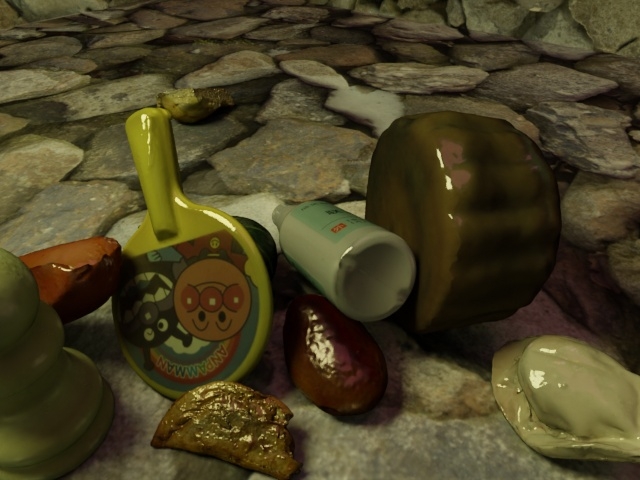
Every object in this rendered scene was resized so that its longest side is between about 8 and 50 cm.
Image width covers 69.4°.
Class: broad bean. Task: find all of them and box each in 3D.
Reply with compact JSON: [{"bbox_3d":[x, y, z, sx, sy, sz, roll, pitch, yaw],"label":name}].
[{"bbox_3d":[0.014,0.139,0.570,0.114,0.084,0.165,-24,48,-3],"label":"broad bean"}]

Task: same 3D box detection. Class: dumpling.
[{"bbox_3d":[0.274,0.175,0.510,0.136,0.118,0.199,-45,28,-26],"label":"dumpling"}]

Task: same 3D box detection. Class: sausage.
[{"bbox_3d":[-0.387,0.075,0.567,0.331,0.102,0.102,-17,37,12],"label":"sausage"}]

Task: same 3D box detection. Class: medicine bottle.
[{"bbox_3d":[0.000,0.000,0.672,0.110,0.110,0.352,-14,19,-18],"label":"medicine bottle"}]

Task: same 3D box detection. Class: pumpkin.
[{"bbox_3d":[-0.143,0.036,0.657,0.167,0.125,0.167,2,33,-1],"label":"pumpkin"}]

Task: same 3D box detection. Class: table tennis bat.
[{"bbox_3d":[-0.175,0.010,0.562,0.224,0.368,0.054,-16,-8,20],"label":"table tennis bat"}]

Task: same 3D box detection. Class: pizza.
[{"bbox_3d":[-0.347,-0.340,1.179,0.204,0.080,0.188,-1,14,13],"label":"pizza"}]

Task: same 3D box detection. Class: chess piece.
[{"bbox_3d":[-0.310,0.113,0.453,0.145,0.251,0.144,0,39,0],"label":"chess piece"}]

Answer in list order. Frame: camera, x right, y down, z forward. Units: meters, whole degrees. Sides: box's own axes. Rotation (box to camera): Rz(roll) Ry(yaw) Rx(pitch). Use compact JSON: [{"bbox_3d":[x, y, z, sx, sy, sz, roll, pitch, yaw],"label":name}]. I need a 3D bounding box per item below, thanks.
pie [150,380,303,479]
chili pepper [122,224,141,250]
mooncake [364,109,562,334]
[{"bbox_3d":[-0.096,0.203,0.504,0.170,0.034,0.091,13,80,10],"label":"pie"},{"bbox_3d":[-0.303,0.000,0.777,0.034,0.030,0.091,-18,33,17],"label":"chili pepper"},{"bbox_3d":[0.171,-0.027,0.624,0.162,0.290,0.290,-4,38,-15],"label":"mooncake"}]
